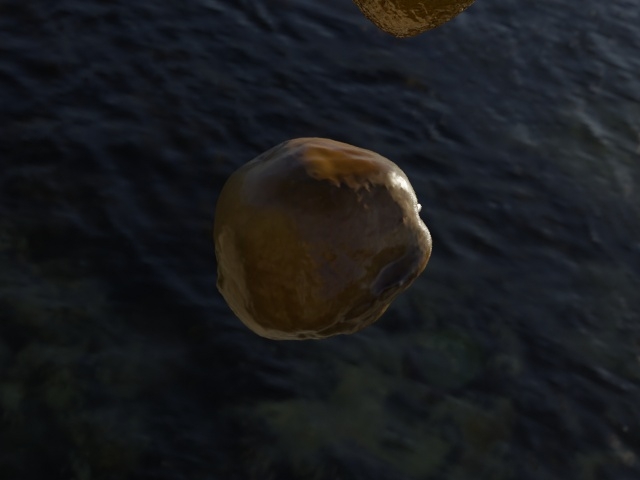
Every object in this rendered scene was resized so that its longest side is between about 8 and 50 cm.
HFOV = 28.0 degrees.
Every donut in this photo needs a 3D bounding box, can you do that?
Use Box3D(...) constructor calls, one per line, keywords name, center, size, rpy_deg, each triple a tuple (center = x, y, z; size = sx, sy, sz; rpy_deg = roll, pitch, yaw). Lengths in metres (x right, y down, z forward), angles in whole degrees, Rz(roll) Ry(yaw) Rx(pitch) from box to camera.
Box3D(name="donut", center=(0.080, -0.183, 0.786), size=(0.078, 0.181, 0.146), rpy_deg=(54, 51, -15))

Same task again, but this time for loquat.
Box3D(name="loquat", center=(0.000, 0.000, 0.786), size=(0.137, 0.137, 0.113), rpy_deg=(11, 6, -12))
